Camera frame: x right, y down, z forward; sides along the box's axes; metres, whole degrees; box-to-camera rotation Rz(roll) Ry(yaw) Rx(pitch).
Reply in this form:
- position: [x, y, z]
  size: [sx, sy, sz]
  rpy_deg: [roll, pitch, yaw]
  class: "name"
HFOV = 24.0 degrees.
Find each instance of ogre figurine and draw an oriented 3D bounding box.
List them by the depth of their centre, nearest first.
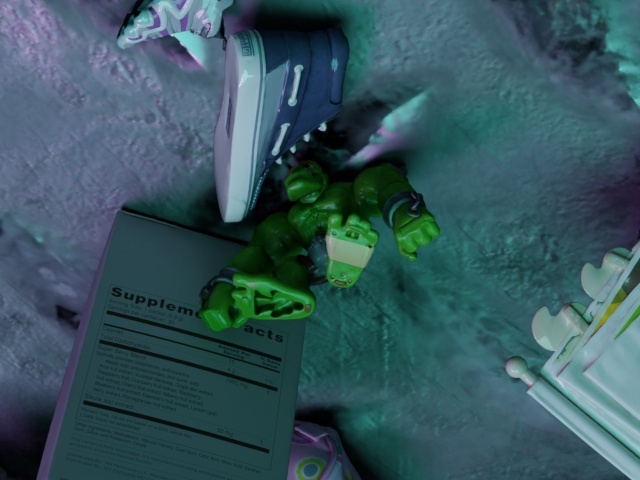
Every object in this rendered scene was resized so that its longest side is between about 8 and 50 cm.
- position: [0.000, 0.000, 1.164]
  size: [0.097, 0.118, 0.197]
  rpy_deg: [38, 119, -15]
  class: "ogre figurine"

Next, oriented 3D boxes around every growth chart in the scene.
- position: [0.267, 0.065, 1.088]
  size: [0.237, 0.021, 0.172]
  rpy_deg: [-42, 84, 1]
  class: "growth chart"

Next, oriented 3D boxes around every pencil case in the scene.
- position: [0.026, 0.292, 1.434]
  size: [0.124, 0.124, 0.284]
  rpy_deg: [-19, 128, 22]
  class: "pencil case"

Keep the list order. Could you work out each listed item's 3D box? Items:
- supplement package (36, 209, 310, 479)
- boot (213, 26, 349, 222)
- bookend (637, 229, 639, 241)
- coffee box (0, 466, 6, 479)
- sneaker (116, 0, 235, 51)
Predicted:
- position: [-0.124, 0.152, 1.200]
  size: [0.175, 0.293, 0.177]
  rpy_deg: [16, 132, -9]
  class: "supplement package"
- position: [-0.031, -0.082, 1.136]
  size: [0.086, 0.069, 0.190]
  rpy_deg: [-5, 145, -14]
  class: "boot"
- position: [0.276, 0.025, 1.179]
  size: [0.072, 0.156, 0.157]
  rpy_deg: [1, 88, 5]
  class: "bookend"
- position: [-0.428, 0.199, 1.406]
  size: [0.141, 0.098, 0.246]
  rpy_deg: [-21, 127, 21]
  class: "coffee box"
- position: [-0.097, -0.156, 1.092]
  size: [0.069, 0.038, 0.098]
  rpy_deg: [37, 126, -24]
  class: "sneaker"
